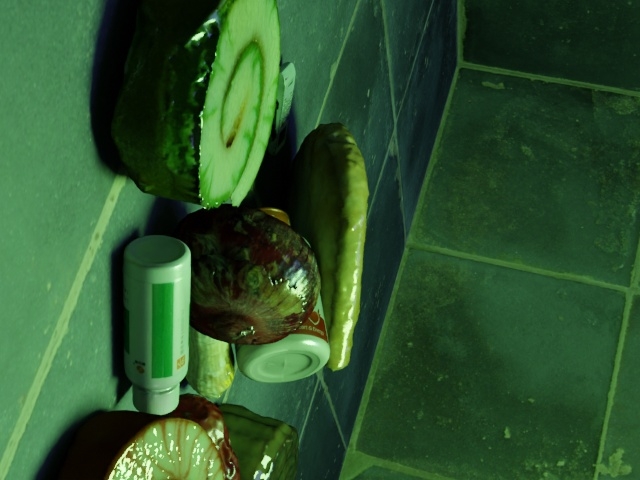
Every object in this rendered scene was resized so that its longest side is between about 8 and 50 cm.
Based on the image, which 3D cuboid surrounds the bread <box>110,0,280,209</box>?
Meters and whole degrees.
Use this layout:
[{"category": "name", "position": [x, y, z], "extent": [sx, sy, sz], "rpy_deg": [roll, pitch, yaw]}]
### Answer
[{"category": "bread", "position": [-0.160, -0.197, 1.494], "extent": [0.382, 0.129, 0.366], "rpy_deg": [90, 15, -47]}]

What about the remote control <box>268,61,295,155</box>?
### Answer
[{"category": "remote control", "position": [-0.074, -0.243, 2.048], "extent": [0.065, 0.029, 0.166], "rpy_deg": [-60, 163, -57]}]

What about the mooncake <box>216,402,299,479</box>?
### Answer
[{"category": "mooncake", "position": [-0.150, 0.455, 2.084], "extent": [0.290, 0.161, 0.290], "rpy_deg": [14, 90, -76]}]

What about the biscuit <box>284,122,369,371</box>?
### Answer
[{"category": "biscuit", "position": [0.001, 0.000, 2.111], "extent": [0.429, 0.104, 0.446], "rpy_deg": [-177, -87, -76]}]

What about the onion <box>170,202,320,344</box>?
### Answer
[{"category": "onion", "position": [-0.117, 0.058, 1.650], "extent": [0.246, 0.246, 0.190], "rpy_deg": [83, 21, -56]}]

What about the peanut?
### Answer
[{"category": "peanut", "position": [-0.185, 0.177, 1.834], "extent": [0.087, 0.087, 0.206], "rpy_deg": [-62, 158, -51]}]

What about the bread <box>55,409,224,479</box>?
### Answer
[{"category": "bread", "position": [-0.256, 0.389, 1.511], "extent": [0.295, 0.114, 0.327], "rpy_deg": [63, 38, -42]}]

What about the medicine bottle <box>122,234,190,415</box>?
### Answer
[{"category": "medicine bottle", "position": [-0.231, 0.124, 1.567], "extent": [0.095, 0.095, 0.260], "rpy_deg": [-55, 154, -59]}]

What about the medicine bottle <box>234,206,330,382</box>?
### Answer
[{"category": "medicine bottle", "position": [-0.081, 0.086, 1.914], "extent": [0.157, 0.157, 0.288], "rpy_deg": [80, -1, -59]}]

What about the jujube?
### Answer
[{"category": "jujube", "position": [-0.204, 0.353, 1.780], "extent": [0.155, 0.155, 0.230], "rpy_deg": [-62, 158, -51]}]
